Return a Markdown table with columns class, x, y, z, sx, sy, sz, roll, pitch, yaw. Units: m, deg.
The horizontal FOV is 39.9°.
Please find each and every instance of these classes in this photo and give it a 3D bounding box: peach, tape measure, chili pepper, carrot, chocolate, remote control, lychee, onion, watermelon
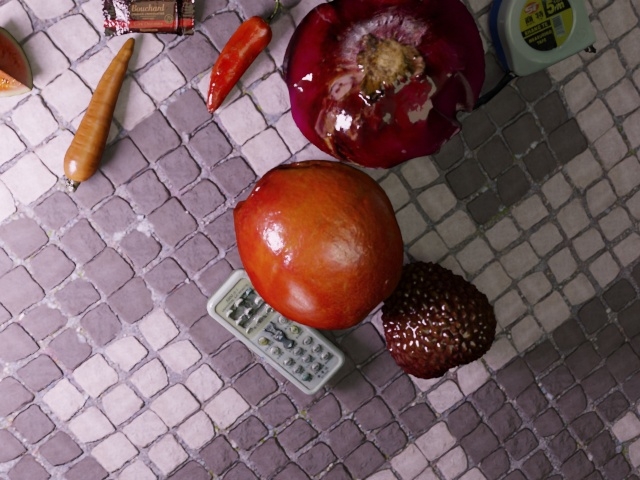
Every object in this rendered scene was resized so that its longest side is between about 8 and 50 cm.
| class | x | y | z | sx | sy | sz | roll | pitch | yaw |
| --- | --- | --- | --- | --- | --- | --- | --- | --- | --- |
| peach | -0.002 | 0.002 | 1.807 | 0.290 | 0.373 | 0.372 | -45 | 114 | -36 |
| tape measure | 0.417 | -0.438 | 1.908 | 0.351 | 0.098 | 0.215 | -28 | 111 | -10 |
| chili pepper | -0.162 | -0.379 | 1.790 | 0.071 | 0.063 | 0.272 | 35 | 95 | -8 |
| carrot | -0.439 | -0.248 | 1.745 | 0.069 | 0.069 | 0.336 | 20 | 95 | -19 |
| chocolate | -0.339 | -0.444 | 1.742 | 0.183 | 0.028 | 0.086 | -6 | 112 | -13 |
| remote control | -0.097 | 0.201 | 1.948 | 0.128 | 0.065 | 0.335 | -46 | 110 | 2 |
| lychee | 0.248 | 0.168 | 1.952 | 0.271 | 0.271 | 0.271 | -4 | 104 | -14 |
| onion | 0.154 | -0.311 | 1.789 | 0.398 | 0.398 | 0.420 | -56 | 152 | 3 |
| watermelon | -0.613 | -0.338 | 1.660 | 0.125 | 0.094 | 0.135 | -1 | 99 | -7 |
